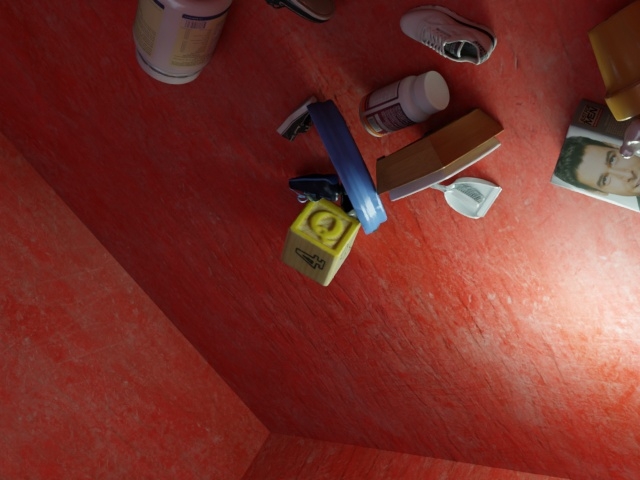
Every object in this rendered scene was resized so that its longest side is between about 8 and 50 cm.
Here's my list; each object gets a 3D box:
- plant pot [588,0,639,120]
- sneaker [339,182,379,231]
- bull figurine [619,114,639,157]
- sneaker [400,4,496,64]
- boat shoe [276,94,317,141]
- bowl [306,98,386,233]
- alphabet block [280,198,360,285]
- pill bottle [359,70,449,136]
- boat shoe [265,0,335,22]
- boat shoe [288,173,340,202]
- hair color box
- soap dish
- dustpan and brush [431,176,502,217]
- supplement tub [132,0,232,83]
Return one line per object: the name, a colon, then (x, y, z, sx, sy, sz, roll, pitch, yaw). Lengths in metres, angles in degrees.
plant pot: (0.633, -0.370, 1.315, 0.188, 0.205, 0.205, 56, 142, -3)
sneaker: (0.113, -0.102, 2.112, 0.078, 0.106, 0.234, 3, 134, 38)
bull figurine: (0.746, -0.233, 1.316, 0.188, 0.310, 0.101, 47, -173, -32)
sneaker: (0.286, -0.475, 1.550, 0.235, 0.095, 0.090, 22, 145, 20)
boat shoe: (-0.055, -0.360, 1.986, 0.070, 0.078, 0.219, 43, 152, -9)
bowl: (0.077, -0.207, 1.841, 0.077, 0.391, 0.391, -25, 123, 4)
alphabet block: (0.000, 0.000, 2.253, 0.193, 0.192, 0.197, 28, 143, 7)
pill bottle: (0.215, -0.353, 1.725, 0.221, 0.121, 0.121, -12, 123, 47)
boat shoe: (-0.111, -0.640, 1.658, 0.340, 0.127, 0.113, 38, 146, 0)
boat shoe: (-0.029, -0.160, 2.108, 0.258, 0.109, 0.089, 16, 120, 64)
hair color box: (0.740, -0.167, 1.514, 0.374, 0.114, 0.185, 22, 143, 19)
soap dish: (0.295, -0.220, 1.692, 0.229, 0.291, 0.118, -21, 98, 50)
dustpan and brush: (0.383, -0.139, 1.886, 0.211, 0.060, 0.147, 30, 145, 7)
supplement tub: (-0.383, -0.608, 1.824, 0.235, 0.235, 0.325, 37, 145, -2)
